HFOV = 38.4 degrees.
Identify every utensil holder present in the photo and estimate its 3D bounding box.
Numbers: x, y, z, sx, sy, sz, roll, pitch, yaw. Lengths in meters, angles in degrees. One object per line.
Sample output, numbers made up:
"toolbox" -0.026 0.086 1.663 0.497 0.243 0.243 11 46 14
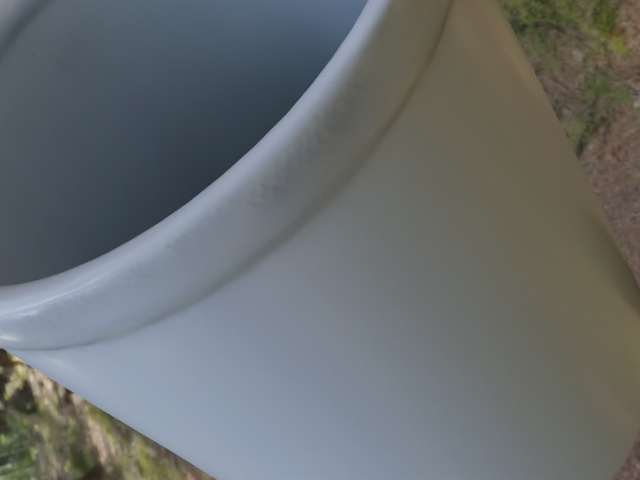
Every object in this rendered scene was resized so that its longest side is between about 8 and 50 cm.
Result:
"utensil holder" 0.000 0.000 0.561 0.327 0.327 0.385 38 172 48
